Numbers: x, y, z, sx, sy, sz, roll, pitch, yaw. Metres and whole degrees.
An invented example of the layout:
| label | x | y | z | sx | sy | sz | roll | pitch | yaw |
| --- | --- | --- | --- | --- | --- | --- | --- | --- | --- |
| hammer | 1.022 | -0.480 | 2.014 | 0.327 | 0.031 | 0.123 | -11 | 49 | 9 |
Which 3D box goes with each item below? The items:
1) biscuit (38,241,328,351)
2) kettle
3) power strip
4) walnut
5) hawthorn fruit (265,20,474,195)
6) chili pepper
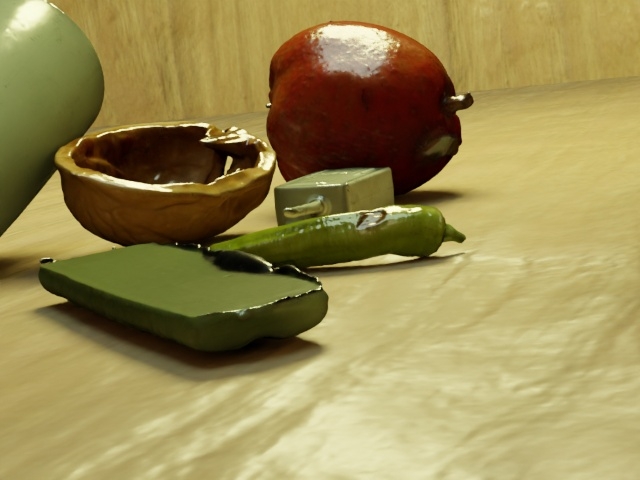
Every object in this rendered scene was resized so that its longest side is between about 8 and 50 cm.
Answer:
| label | x | y | z | sx | sy | sz | roll | pitch | yaw |
| --- | --- | --- | --- | --- | --- | --- | --- | --- | --- |
| biscuit | -0.094 | 0.032 | 0.965 | 0.099 | 0.038 | 0.322 | -14 | 11 | -25 |
| kettle | -0.321 | -0.069 | 1.298 | 0.240 | 0.165 | 0.255 | -39 | 18 | 38 |
| power strip | 0.005 | -0.035 | 1.328 | 0.075 | 0.042 | 0.175 | -2 | 10 | 23 |
| walnut | -0.138 | -0.040 | 1.305 | 0.167 | 0.087 | 0.211 | 24 | 27 | 34 |
| hawthorn fruit | 0.049 | -0.126 | 1.457 | 0.202 | 0.185 | 0.185 | -1 | 10 | 24 |
| chili pepper | 0.000 | 0.000 | 1.104 | 0.208 | 0.043 | 0.049 | -5 | 21 | 13 |
